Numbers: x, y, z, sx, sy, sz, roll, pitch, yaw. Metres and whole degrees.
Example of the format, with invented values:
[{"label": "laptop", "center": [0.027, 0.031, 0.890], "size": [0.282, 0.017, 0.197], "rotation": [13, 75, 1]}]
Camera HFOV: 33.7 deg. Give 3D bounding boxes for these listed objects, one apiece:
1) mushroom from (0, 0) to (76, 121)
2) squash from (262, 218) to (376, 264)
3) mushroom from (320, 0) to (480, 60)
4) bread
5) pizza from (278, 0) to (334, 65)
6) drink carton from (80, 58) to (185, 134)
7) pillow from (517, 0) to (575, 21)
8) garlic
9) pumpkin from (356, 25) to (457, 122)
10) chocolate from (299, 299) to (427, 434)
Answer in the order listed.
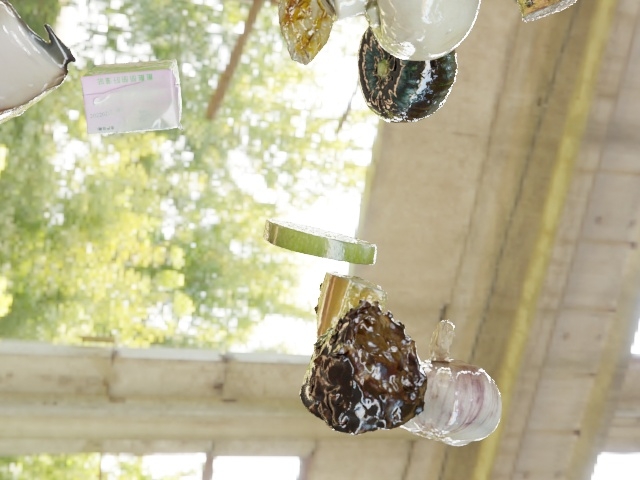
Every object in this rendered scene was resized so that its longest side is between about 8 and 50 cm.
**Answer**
[{"label": "mushroom", "center": [-0.666, -0.234, 1.778], "size": [0.397, 0.224, 0.313], "rotation": [-24, -158, 30]}, {"label": "squash", "center": [0.000, 0.000, 2.288], "size": [0.252, 0.252, 0.048], "rotation": [-152, -108, -69]}, {"label": "mushroom", "center": [0.094, -0.346, 1.375], "size": [0.246, 0.202, 0.246], "rotation": [-19, 90, -88]}, {"label": "bread", "center": [0.060, 0.137, 2.175], "size": [0.160, 0.140, 0.169], "rotation": [-94, -159, -72]}, {"label": "pizza", "center": [-0.025, -0.443, 1.999], "size": [0.062, 0.161, 0.182], "rotation": [-5, -138, 40]}, {"label": "drink carton", "center": [-0.323, -0.254, 1.863], "size": [0.271, 0.161, 0.108], "rotation": [-113, -163, -75]}, {"label": "pillow", "center": [0.469, -0.527, 2.214], "size": [0.232, 0.126, 0.043], "rotation": [-84, 151, -53]}, {"label": "garlic", "center": [0.238, 0.269, 2.076], "size": [0.245, 0.245, 0.253], "rotation": [136, -31, -62]}, {"label": "pumpkin", "center": [0.242, -0.479, 2.873], "size": [0.315, 0.238, 0.315], "rotation": [23, -61, 51]}, {"label": "chocolate", "center": [0.080, 0.181, 1.722], "size": [0.224, 0.206, 0.177], "rotation": [-67, 165, -49]}]
